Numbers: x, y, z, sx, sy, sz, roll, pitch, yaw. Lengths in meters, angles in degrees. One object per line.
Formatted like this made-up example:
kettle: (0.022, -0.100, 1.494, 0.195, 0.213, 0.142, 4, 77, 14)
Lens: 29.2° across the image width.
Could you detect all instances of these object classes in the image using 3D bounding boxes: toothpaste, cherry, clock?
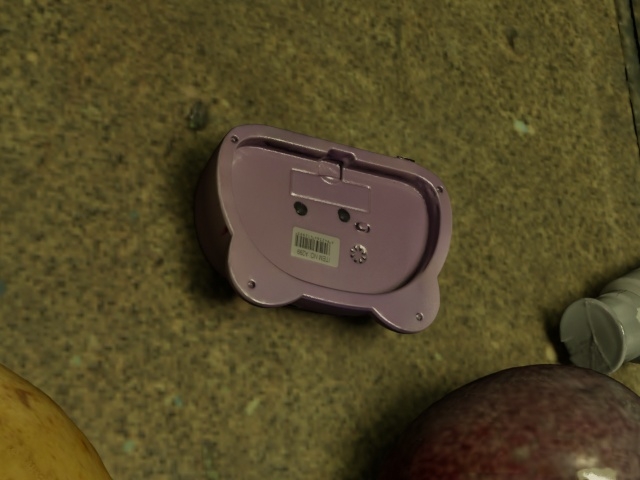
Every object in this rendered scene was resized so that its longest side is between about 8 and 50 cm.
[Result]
toothpaste: (0.256, 0.037, 0.847, 0.234, 0.057, 0.089, -15, 78, -40)
cherry: (0.120, 0.146, 0.673, 0.176, 0.140, 0.176, 2, 83, -18)
clock: (0.000, 0.000, 0.716, 0.152, 0.050, 0.110, 12, 66, -24)

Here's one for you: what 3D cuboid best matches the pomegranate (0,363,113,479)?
pomegranate: (-0.186, 0.150, 0.447, 0.260, 0.260, 0.260, 10, 67, -25)
